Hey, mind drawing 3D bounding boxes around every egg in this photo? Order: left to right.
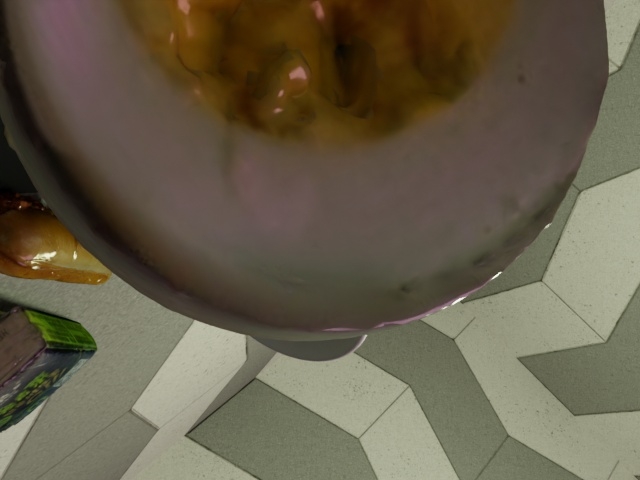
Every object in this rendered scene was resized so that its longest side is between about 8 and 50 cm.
[{"bbox_3d":[-0.034,-0.114,0.485,0.354,0.354,0.340,-41,-170,-14],"label":"egg"}]

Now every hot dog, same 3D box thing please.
[{"bbox_3d":[-0.270,-0.001,0.633,0.249,0.102,0.076,59,45,-81],"label":"hot dog"}]

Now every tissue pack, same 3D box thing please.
[{"bbox_3d":[-0.386,0.168,0.816,0.173,0.073,0.235,-43,174,-10],"label":"tissue pack"}]

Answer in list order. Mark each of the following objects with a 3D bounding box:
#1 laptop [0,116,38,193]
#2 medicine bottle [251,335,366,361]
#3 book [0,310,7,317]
[{"bbox_3d":[-0.244,-0.092,0.593,0.135,0.016,0.197,-47,167,20],"label":"laptop"},{"bbox_3d":[0.000,0.000,0.921,0.241,0.252,0.252,-53,178,-45],"label":"medicine bottle"},{"bbox_3d":[-0.400,0.104,0.737,0.077,0.014,0.111,-43,169,-9],"label":"book"}]
